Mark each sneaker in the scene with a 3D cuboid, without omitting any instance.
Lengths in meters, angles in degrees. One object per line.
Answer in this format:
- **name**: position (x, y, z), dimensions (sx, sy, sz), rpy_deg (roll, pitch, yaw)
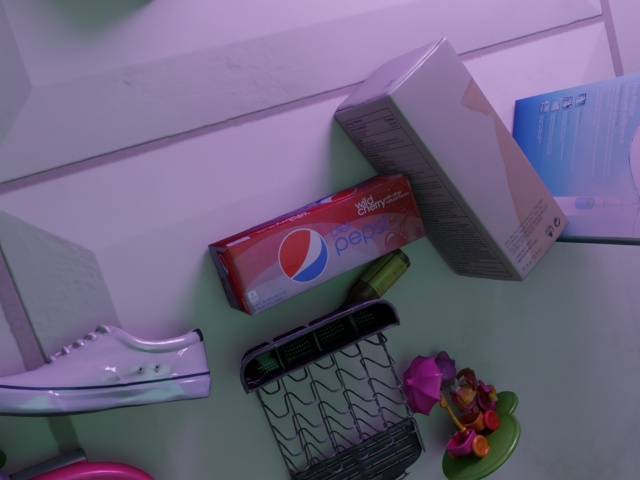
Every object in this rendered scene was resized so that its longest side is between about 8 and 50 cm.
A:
- **sneaker**: position (-0.250, 0.142, 0.701), dimensions (0.258, 0.094, 0.091), rpy_deg (1, 73, -30)

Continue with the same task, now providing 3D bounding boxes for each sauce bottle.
- **sauce bottle**: position (0.067, 0.063, 0.865), dimensions (0.128, 0.042, 0.042), rpy_deg (-43, 109, -11)

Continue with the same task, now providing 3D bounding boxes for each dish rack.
- **dish rack**: position (0.028, 0.223, 0.819), dimensions (0.208, 0.074, 0.271), rpy_deg (-22, 103, -12)

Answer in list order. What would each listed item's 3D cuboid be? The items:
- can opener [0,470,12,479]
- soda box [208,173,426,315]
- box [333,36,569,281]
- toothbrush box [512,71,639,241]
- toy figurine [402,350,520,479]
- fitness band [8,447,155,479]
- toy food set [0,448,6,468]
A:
- **can opener**: position (-0.410, 0.159, 0.592), dimensions (0.283, 0.076, 0.095), rpy_deg (31, 65, -8)
- **soda box**: position (0.000, 0.000, 0.808), dimensions (0.263, 0.083, 0.092), rpy_deg (-24, 102, -22)
- **box**: position (0.176, -0.098, 0.856), dimensions (0.121, 0.148, 0.311), rpy_deg (-46, 111, -18)
- **toothbrush box**: position (0.408, -0.103, 0.882), dimensions (0.126, 0.295, 0.216), rpy_deg (6, 88, -25)
- **toy figurine**: position (0.190, 0.221, 0.902), dimensions (0.159, 0.130, 0.173), rpy_deg (51, 49, -8)
- **fitness band**: position (-0.299, 0.351, 0.682), dimensions (0.291, 0.054, 0.209), rpy_deg (-19, 106, -24)
- **toy food set**: position (-0.378, 0.236, 0.669), dimensions (0.083, 0.020, 0.082), rpy_deg (-18, 99, -24)
